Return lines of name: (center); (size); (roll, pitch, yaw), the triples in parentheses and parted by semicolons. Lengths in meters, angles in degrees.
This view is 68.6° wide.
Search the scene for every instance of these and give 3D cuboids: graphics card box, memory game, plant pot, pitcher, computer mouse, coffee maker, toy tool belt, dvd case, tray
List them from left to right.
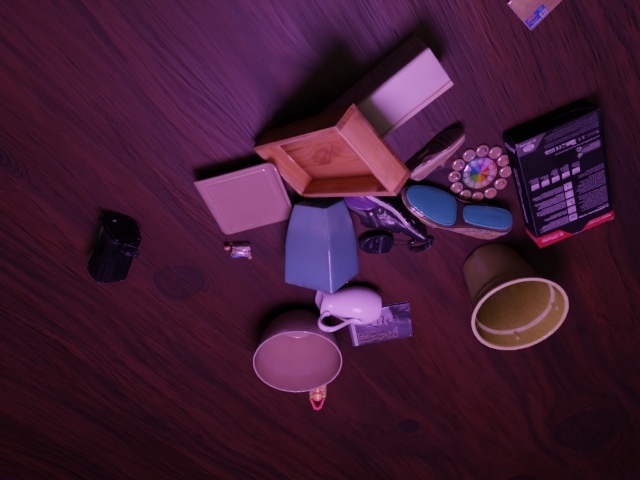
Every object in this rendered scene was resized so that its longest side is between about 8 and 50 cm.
coffee maker: (-0.604, 0.041, 1.366); (0.120, 0.171, 0.178); (13, 125, -30)
toy tool belt: (-0.255, 0.037, 1.452); (0.084, 0.052, 0.051); (-1, 115, -1)
plant pot: (-0.075, 0.341, 1.579); (0.285, 0.190, 0.283); (-1, 124, -1)
plant pot: (0.000, 0.000, 1.348); (0.166, 0.166, 0.234); (10, 115, 31)
tray: (0.007, -0.197, 1.127); (0.203, 0.411, 0.076); (43, 73, -26)
pitcher: (0.090, 0.227, 1.519); (0.207, 0.177, 0.125); (5, 133, -5)
dvd case: (0.211, 0.299, 1.669); (0.222, 0.018, 0.164); (-10, 124, 4)
computer mouse: (0.237, 0.004, 1.469); (0.242, 0.041, 0.071); (0, 122, -11)
memory game: (0.462, -0.191, 1.359); (0.187, 0.012, 0.186); (-1, 123, -2)
plant pot: (0.563, 0.148, 1.445); (0.277, 0.253, 0.275); (-2, 123, -3)
graphics card box: (0.677, -0.178, 1.328); (0.233, 0.094, 0.370); (-24, 123, 10)

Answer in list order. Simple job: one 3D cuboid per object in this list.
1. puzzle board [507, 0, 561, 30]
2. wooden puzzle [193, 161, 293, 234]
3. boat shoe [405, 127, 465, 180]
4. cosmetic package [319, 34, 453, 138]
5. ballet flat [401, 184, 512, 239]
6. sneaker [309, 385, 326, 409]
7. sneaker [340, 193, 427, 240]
puzzle board: (0.519, -0.580, 1.105); (0.096, 0.011, 0.128); (34, 116, -24)
wooden puzzle: (-0.209, -0.119, 1.338); (0.239, 0.044, 0.220); (-11, 138, 8)
boat shoe: (0.325, -0.234, 1.301); (0.190, 0.068, 0.072); (-34, 131, 29)
cosmetic package: (0.149, -0.345, 1.155); (0.310, 0.160, 0.113); (-36, 119, 21)
ballet flat: (0.388, -0.072, 1.385); (0.349, 0.123, 0.123); (12, 122, -9)
sneaker: (-0.007, 0.560, 1.786); (0.082, 0.094, 0.208); (-2, 122, 1)
sneaker: (0.186, -0.078, 1.385); (0.283, 0.107, 0.124); (35, 130, -19)
